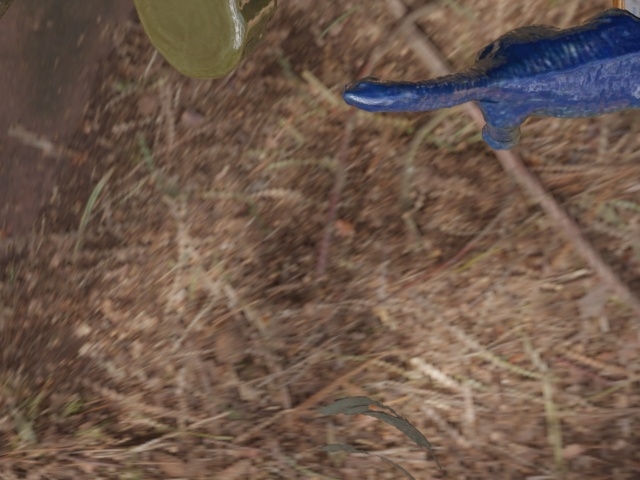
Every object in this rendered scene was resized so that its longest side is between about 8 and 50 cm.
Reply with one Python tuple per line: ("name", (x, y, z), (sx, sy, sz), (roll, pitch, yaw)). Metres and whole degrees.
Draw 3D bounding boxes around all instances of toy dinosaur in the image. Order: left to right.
("toy dinosaur", (0.146, -0.090, 0.966), (0.248, 0.188, 0.075), (-5, 92, 12))

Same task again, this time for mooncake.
("mooncake", (-0.009, 0.009, 0.774), (0.150, 0.347, 0.057), (37, 67, 19))

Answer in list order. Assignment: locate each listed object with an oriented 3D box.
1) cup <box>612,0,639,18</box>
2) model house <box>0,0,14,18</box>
("cup", (0.308, -0.224, 1.230), (0.264, 0.182, 0.226), (-40, 89, -31))
("model house", (-0.201, -0.164, 0.943), (0.279, 0.205, 0.218), (-30, 68, 2))
